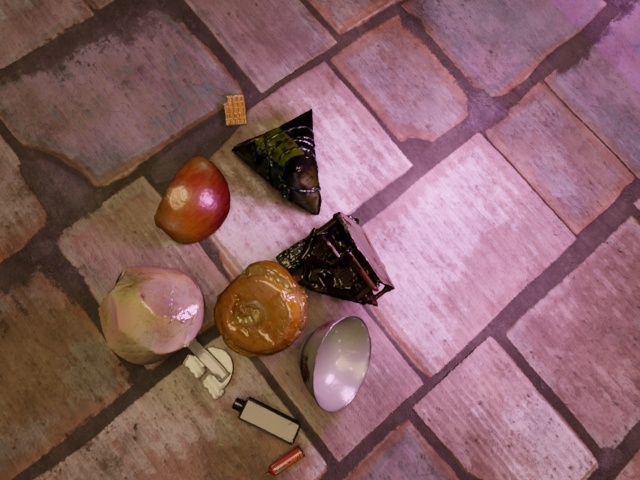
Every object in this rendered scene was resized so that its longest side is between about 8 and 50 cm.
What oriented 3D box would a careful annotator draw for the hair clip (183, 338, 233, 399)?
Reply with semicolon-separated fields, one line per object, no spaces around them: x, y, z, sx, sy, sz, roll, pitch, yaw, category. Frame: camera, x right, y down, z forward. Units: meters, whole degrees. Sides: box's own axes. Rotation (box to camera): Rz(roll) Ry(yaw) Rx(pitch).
-0.393;0.442;1.694;0.220;0.054;0.140;46;71;3;hair clip

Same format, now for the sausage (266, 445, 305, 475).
-0.125;0.770;1.646;0.145;0.050;0.048;-30;77;-11;sausage

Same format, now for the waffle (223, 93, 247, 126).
-0.352;-0.534;1.947;0.092;0.021;0.135;-10;78;-9;waffle

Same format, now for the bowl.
0.024;0.412;1.665;0.157;0.337;0.337;8;71;38;bowl

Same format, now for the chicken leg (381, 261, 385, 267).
0.156;0.148;1.816;0.207;0.101;0.085;-39;79;7;chicken leg

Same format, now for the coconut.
-0.563;0.240;1.593;0.352;0.352;0.353;2;76;-6;coconut

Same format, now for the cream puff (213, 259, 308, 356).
-0.202;0.235;1.658;0.326;0.231;0.343;8;92;10;cream puff

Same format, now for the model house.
0.053;0.108;1.661;0.282;0.317;0.297;-29;65;17;model house

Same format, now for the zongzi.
-0.090;-0.347;1.838;0.362;0.319;0.383;-42;66;-12;zongzi

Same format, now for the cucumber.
0.000;0.000;1.820;0.359;0.096;0.096;-35;83;-13;cucumber

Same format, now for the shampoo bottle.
-0.192;0.621;1.657;0.246;0.080;0.079;27;74;0;shampoo bottle

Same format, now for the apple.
-0.473;-0.160;1.791;0.179;0.254;0.346;12;68;40;apple
